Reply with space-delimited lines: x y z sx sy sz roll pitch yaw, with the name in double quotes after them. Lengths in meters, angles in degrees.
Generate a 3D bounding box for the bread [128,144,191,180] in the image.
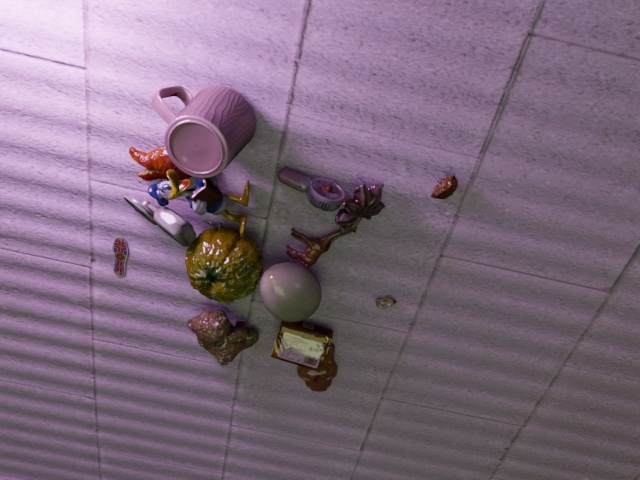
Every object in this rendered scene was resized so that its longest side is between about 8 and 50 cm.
-0.523 -0.266 1.738 0.269 0.095 0.139 -8 122 4 "bread"

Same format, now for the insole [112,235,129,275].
-0.798 0.065 2.013 0.065 0.006 0.193 15 121 -4 "insole"

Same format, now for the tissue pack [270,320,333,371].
-0.077 0.428 2.097 0.226 0.092 0.183 18 105 2 "tissue pack"

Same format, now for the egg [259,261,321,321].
-0.116 0.186 1.880 0.219 0.218 0.295 -16 151 14 "egg"

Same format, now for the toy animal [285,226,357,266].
0.000 0.000 1.877 0.230 0.066 0.224 19 103 5 "toy animal"

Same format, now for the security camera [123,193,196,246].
-0.576 -0.090 1.812 0.302 0.080 0.157 32 164 16 "security camera"

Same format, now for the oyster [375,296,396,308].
0.263 0.246 2.024 0.083 0.019 0.054 -5 119 10 "oyster"

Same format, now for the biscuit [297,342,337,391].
-0.015 0.554 2.219 0.186 0.044 0.295 -4 120 10 "biscuit"

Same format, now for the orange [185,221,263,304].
-0.366 0.101 1.876 0.300 0.223 0.301 28 120 -5 "orange"

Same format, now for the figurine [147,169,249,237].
-0.418 -0.136 1.707 0.339 0.283 0.204 8 86 -4 "figurine"

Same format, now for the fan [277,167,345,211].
-0.034 -0.183 1.740 0.244 0.130 0.074 26 126 2 "fan"

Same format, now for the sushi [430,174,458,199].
0.424 -0.181 1.729 0.060 0.061 0.118 21 122 -22 "sushi"

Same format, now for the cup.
-0.352 -0.366 1.563 0.208 0.273 0.288 -14 120 20 "cup"

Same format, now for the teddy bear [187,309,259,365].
-0.422 0.386 2.090 0.267 0.156 0.256 -19 116 17 "teddy bear"

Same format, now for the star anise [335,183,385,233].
0.135 -0.121 1.739 0.212 0.073 0.196 -25 145 -20 "star anise"
